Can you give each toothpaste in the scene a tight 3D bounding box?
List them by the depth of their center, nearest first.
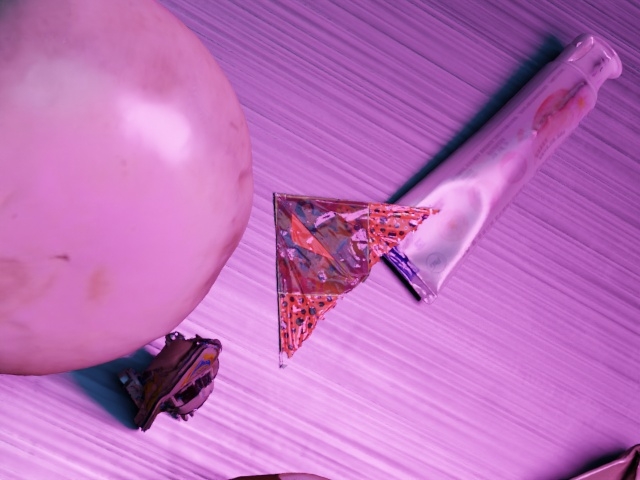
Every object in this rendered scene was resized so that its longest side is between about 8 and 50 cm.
[{"bbox_3d":[0.178,-0.080,1.766,0.323,0.066,0.100,-45,102,-20],"label":"toothpaste"}]

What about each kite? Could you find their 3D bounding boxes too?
[{"bbox_3d":[0.000,0.000,1.680,0.222,0.008,0.125,-44,96,-17],"label":"kite"}]

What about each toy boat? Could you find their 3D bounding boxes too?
[{"bbox_3d":[-0.117,0.110,1.504,0.084,0.210,0.066,-34,84,-19],"label":"toy boat"}]

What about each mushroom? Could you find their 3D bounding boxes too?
[{"bbox_3d":[-0.246,-0.061,1.409,0.353,0.353,0.325,40,82,-16],"label":"mushroom"}]

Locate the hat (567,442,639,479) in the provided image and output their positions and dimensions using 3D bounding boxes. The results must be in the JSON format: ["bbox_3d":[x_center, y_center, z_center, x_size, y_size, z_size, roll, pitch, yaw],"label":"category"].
[{"bbox_3d":[0.272,0.288,1.759,0.173,0.144,0.166,-13,89,15],"label":"hat"}]

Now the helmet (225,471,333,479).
[{"bbox_3d":[-0.061,0.291,1.531,0.224,0.130,0.198,36,60,-58],"label":"helmet"}]
